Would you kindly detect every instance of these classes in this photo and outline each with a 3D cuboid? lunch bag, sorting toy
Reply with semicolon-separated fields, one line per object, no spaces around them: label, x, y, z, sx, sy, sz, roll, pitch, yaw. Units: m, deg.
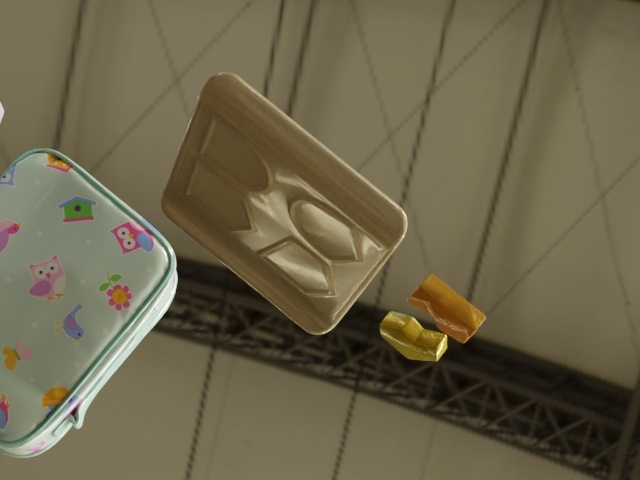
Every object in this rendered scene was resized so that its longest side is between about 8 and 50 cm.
lunch bag;-0.288;0.071;1.348;0.224;0.108;0.279;38;-106;2
sorting toy;0.000;0.000;1.208;0.307;0.041;0.229;39;-32;3

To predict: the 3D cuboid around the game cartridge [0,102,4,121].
game cartridge;-0.455;-0.063;1.301;0.196;0.060;0.294;35;-104;12
